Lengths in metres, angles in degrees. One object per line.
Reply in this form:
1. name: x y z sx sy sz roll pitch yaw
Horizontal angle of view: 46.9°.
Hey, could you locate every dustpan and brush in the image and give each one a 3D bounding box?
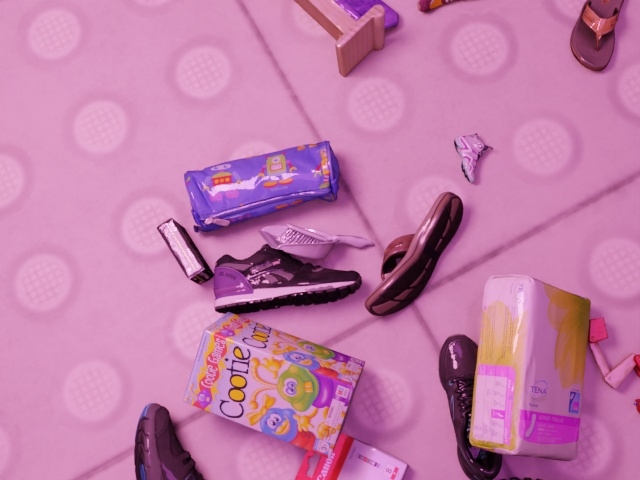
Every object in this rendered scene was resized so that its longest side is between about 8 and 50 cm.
1. dustpan and brush: 0.000 0.000 1.406 0.211 0.147 0.060 17 99 -20

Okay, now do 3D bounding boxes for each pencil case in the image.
1. pencil case: -0.112 -0.102 1.417 0.306 0.119 0.133 -13 49 2

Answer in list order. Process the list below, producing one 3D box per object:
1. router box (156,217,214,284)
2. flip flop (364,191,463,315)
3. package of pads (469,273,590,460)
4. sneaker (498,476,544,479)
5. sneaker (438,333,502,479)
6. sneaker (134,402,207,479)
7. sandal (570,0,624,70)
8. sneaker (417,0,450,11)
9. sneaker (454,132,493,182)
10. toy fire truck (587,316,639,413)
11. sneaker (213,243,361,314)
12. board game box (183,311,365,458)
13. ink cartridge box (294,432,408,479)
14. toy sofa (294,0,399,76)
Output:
1. router box: -0.258 0.023 1.418 0.038 0.092 0.122 -34 78 -3
2. flip flop: 0.168 0.022 1.390 0.080 0.112 0.277 29 84 35
3. package of pads: 0.362 0.220 1.268 0.101 0.229 0.296 -3 73 46
4. sneaker: 0.298 0.507 1.278 0.344 0.134 0.146 -15 87 8
5. sneaker: 0.278 0.297 1.320 0.101 0.106 0.267 -13 77 4
6. sneaker: -0.250 0.458 1.337 0.140 0.125 0.340 -9 74 -25
7. sandal: 0.563 -0.444 1.469 0.090 0.060 0.219 22 81 8
8. sneaker: 0.282 -0.519 1.499 0.185 0.069 0.084 -42 74 -4
9. sneaker: 0.307 -0.165 1.443 0.069 0.038 0.098 -14 79 2
10. toy fire truck: 0.561 0.232 1.341 0.135 0.047 0.192 -7 79 3
11. sneaker: -0.066 0.059 1.394 0.283 0.107 0.124 -7 73 3
12. board game box: -0.078 0.250 1.316 0.275 0.144 0.142 19 101 8
13. ink cartridge box: 0.051 0.434 1.340 0.179 0.045 0.145 24 81 6
14. toy sofa: -0.013 -0.524 1.481 0.177 0.150 0.362 -43 79 -4
